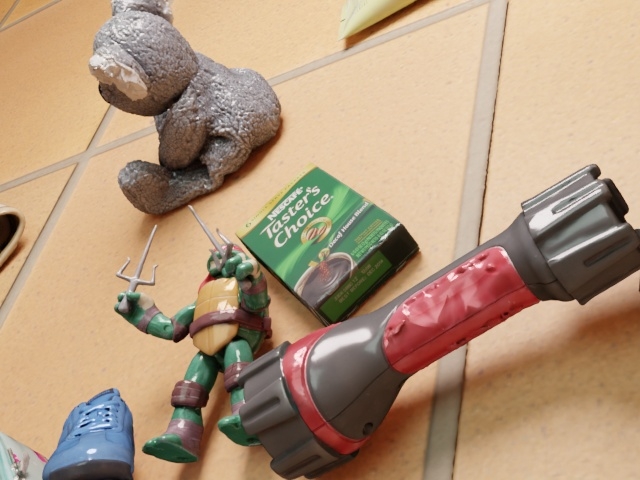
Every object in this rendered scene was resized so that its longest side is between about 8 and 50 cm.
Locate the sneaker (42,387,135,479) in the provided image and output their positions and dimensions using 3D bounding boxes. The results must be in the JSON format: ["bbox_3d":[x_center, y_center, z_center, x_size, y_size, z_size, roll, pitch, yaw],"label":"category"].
[{"bbox_3d":[-0.185,0.160,0.767,0.209,0.069,0.082,133,136,-75],"label":"sneaker"}]

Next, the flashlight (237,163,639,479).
[{"bbox_3d":[0.083,0.063,0.671,0.304,0.103,0.103,-33,61,20],"label":"flashlight"}]

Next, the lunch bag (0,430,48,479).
[{"bbox_3d":[-0.338,0.299,0.812,0.279,0.108,0.224,-43,34,-6],"label":"lunch bag"}]

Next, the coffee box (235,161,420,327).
[{"bbox_3d":[0.000,0.000,0.893,0.113,0.040,0.184,-43,34,-4],"label":"coffee box"}]

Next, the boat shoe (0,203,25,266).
[{"bbox_3d":[-0.515,0.062,1.256,0.098,0.109,0.302,8,51,49],"label":"boat shoe"}]

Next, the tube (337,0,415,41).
[{"bbox_3d":[0.120,-0.324,1.141,0.240,0.062,0.070,-27,-8,26],"label":"tube"}]

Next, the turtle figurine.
[{"bbox_3d":[-0.095,0.071,0.838,0.175,0.118,0.234,-33,48,37],"label":"turtle figurine"}]

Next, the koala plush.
[{"bbox_3d":[-0.178,-0.181,1.107,0.203,0.221,0.196,-19,39,27],"label":"koala plush"}]

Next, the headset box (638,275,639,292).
[{"bbox_3d":[0.263,0.013,0.638,0.083,0.032,0.062,-12,43,33],"label":"headset box"}]
